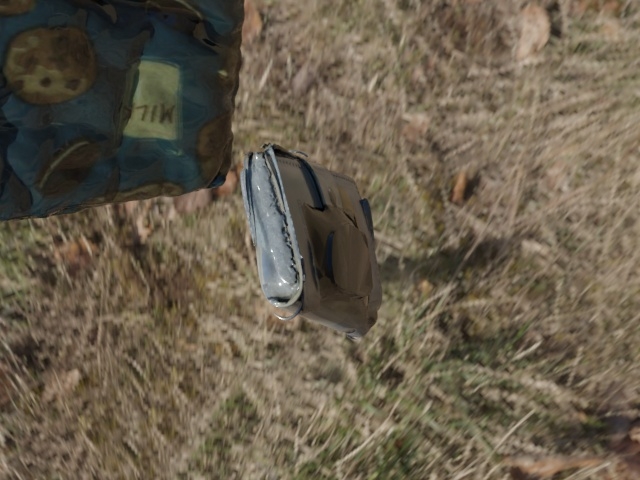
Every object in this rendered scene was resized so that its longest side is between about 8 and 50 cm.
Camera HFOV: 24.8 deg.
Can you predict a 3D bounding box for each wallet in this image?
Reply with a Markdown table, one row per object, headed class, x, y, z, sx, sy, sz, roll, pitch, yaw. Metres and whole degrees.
| class | x | y | z | sx | sy | sz | roll | pitch | yaw |
| --- | --- | --- | --- | --- | --- | --- | --- | --- | --- |
| wallet | 0.000 | 0.000 | 1.362 | 0.069 | 0.231 | 0.170 | -13 | 77 | 17 |

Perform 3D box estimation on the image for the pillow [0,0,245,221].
| class | x | y | z | sx | sy | sz | roll | pitch | yaw |
| --- | --- | --- | --- | --- | --- | --- | --- | --- | --- |
| pillow | -0.105 | -0.119 | 0.585 | 0.189 | 0.256 | 0.034 | -10 | 35 | -34 |
